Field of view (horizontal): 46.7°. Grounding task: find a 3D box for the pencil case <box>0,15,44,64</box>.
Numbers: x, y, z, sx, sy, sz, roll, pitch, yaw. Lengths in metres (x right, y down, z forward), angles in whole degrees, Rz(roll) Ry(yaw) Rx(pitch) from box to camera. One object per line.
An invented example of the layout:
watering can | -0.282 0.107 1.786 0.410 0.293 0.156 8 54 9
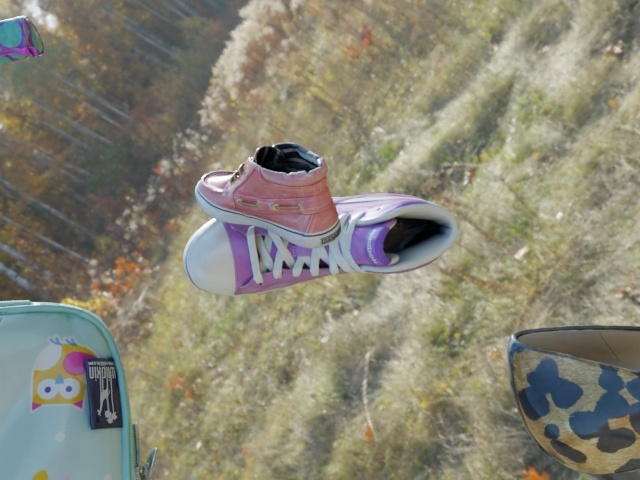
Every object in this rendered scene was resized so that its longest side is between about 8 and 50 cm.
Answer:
pencil case | -0.483 -0.277 1.071 0.064 0.152 0.070 77 178 -50

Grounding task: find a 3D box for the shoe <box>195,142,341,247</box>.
shoe | -0.057 -0.057 0.703 0.178 0.081 0.063 21 44 37

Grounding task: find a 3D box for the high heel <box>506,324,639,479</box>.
high heel | 0.232 0.040 0.379 0.261 0.186 0.093 -49 11 10

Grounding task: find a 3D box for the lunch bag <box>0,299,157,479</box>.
lunch bag | -0.235 0.155 0.420 0.108 0.279 0.224 134 129 -61

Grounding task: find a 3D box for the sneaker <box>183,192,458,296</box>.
sneaker | 0.000 -0.001 0.757 0.161 0.282 0.102 -157 55 -79
